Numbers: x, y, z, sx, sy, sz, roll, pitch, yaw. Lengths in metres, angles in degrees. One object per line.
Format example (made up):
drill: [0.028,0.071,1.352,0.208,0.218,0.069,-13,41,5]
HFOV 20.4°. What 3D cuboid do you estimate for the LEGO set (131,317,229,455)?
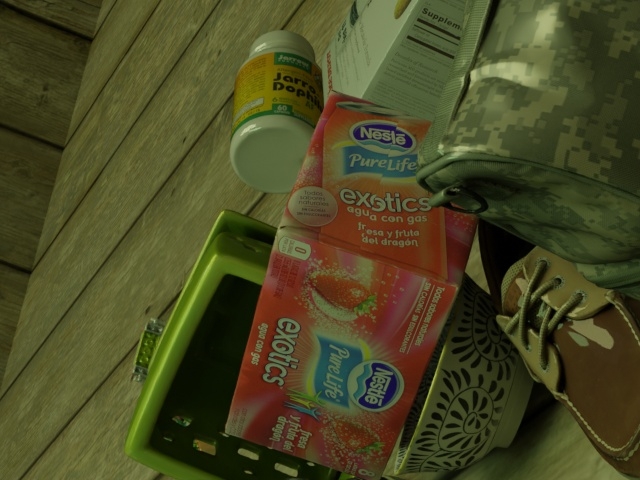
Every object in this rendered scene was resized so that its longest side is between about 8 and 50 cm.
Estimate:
LEGO set: [-0.172,0.177,2.191,0.132,0.107,0.287,-52,24,43]

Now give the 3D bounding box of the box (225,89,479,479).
box: [0.028,0.044,1.428,0.300,0.142,0.154,107,-178,-52]

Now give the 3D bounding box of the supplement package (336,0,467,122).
supplement package: [0.132,-0.219,1.701,0.244,0.134,0.139,-59,20,27]

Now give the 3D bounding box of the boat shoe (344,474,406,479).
boat shoe: [0.039,0.266,1.487,0.285,0.092,0.103,-116,46,-68]

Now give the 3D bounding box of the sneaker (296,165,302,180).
sneaker: [0.046,-0.073,1.763,0.305,0.152,0.114,-117,48,-69]

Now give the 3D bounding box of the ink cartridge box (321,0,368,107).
ink cartridge box: [0.083,-0.223,1.928,0.208,0.087,0.153,-59,19,31]

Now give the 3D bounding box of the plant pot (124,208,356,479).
plant pot: [-0.045,0.111,1.718,0.207,0.228,0.227,-101,35,-69]

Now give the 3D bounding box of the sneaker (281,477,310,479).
sneaker: [-0.025,0.315,1.615,0.084,0.083,0.215,10,108,32]

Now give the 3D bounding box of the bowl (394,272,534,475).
bowl: [0.121,0.118,1.406,0.170,0.080,0.170,19,-90,-89]

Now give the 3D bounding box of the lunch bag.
lunch bag: [0.209,-0.125,1.088,0.212,0.256,0.305,-18,52,68]

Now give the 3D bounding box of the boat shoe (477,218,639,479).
boat shoe: [0.180,0.060,1.268,0.123,0.116,0.324,-63,18,18]

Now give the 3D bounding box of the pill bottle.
pill bottle: [-0.051,-0.166,2.212,0.117,0.117,0.208,-55,22,37]
